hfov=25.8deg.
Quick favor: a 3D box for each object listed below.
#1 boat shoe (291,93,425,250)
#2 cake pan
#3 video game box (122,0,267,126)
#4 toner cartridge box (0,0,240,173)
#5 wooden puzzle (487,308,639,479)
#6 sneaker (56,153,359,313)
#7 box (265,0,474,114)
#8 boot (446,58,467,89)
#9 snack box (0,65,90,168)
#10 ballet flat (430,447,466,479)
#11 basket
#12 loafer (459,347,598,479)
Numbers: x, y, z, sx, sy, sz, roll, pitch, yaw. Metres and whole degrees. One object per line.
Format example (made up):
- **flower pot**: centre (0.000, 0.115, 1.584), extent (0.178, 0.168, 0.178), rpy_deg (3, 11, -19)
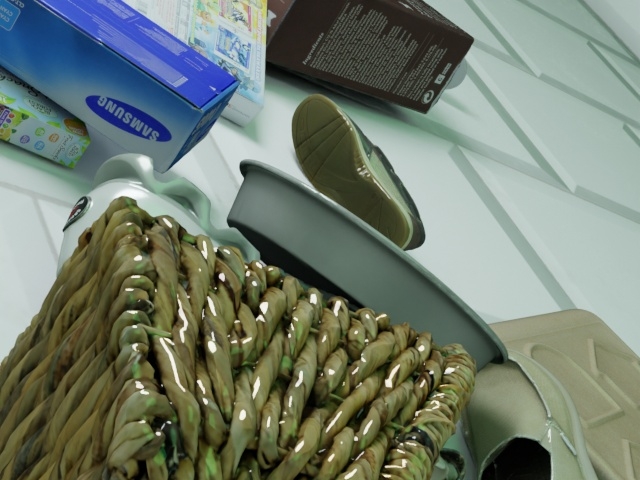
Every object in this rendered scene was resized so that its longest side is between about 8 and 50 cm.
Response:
- **boat shoe**: centre (0.044, -0.071, 1.596), extent (0.073, 0.080, 0.223), rpy_deg (14, 37, -56)
- **cake pan**: centre (0.032, 0.038, 1.234), extent (0.293, 0.054, 0.293), rpy_deg (37, -7, 6)
- **video game box**: centre (-0.149, -0.249, 1.610), extent (0.187, 0.048, 0.205), rpy_deg (25, 42, -25)
- **toner cartridge box**: centre (-0.251, -0.203, 1.298), extent (0.348, 0.075, 0.165), rpy_deg (34, 19, -1)
- **wooden puzzle**: centre (0.316, 0.208, 1.471), extent (0.348, 0.080, 0.322), rpy_deg (43, 22, 23)
- **sneaker**: centre (-0.068, 0.086, 1.092), extent (0.330, 0.122, 0.146), rpy_deg (35, 40, -9)
- **box**: centre (0.017, -0.307, 1.894), extent (0.381, 0.143, 0.191), rpy_deg (8, 30, -51)
- **boot**: centre (0.119, -0.340, 2.196), extent (0.258, 0.095, 0.123), rpy_deg (31, 30, -15)
- **snack box**: centre (-0.271, -0.132, 1.276), extent (0.100, 0.037, 0.141), rpy_deg (22, 26, -32)
- **ballet flat**: centre (0.042, 0.185, 1.081), extent (0.221, 0.079, 0.077), rpy_deg (5, 40, -53)
- **basket**: centre (-0.065, 0.172, 0.647), extent (0.223, 0.299, 0.213), rpy_deg (26, 25, -27)
- **loafer**: centre (0.183, 0.190, 1.258), extent (0.092, 0.102, 0.268), rpy_deg (29, 24, -37)
